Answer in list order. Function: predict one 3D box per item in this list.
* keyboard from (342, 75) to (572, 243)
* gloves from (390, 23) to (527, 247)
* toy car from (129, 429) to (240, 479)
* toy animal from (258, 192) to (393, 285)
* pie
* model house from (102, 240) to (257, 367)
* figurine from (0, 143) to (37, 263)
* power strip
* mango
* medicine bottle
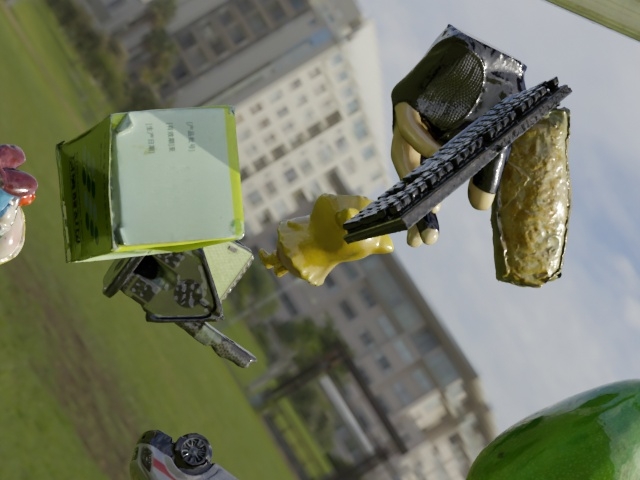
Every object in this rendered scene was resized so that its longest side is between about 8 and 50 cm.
[{"bbox_3d":[0.147,-0.089,1.442,0.106,0.317,0.027,-16,-73,49],"label":"keyboard"},{"bbox_3d":[0.179,-0.134,1.886,0.197,0.301,0.152,19,-5,-29],"label":"gloves"},{"bbox_3d":[-0.073,0.238,1.066,0.209,0.108,0.089,37,-22,-1],"label":"toy car"},{"bbox_3d":[0.003,0.002,2.500,0.156,0.229,0.156,45,31,-37],"label":"toy animal"},{"bbox_3d":[0.313,-0.067,2.054,0.068,0.128,0.282,-101,-171,-76],"label":"pie"},{"bbox_3d":[-0.177,0.060,2.214,0.278,0.218,0.205,35,3,-13],"label":"model house"},{"bbox_3d":[-0.427,-0.041,1.809,0.127,0.185,0.234,53,5,18],"label":"figurine"},{"bbox_3d":[0.373,-0.324,1.862,0.387,0.066,0.092,20,9,-15],"label":"power strip"},{"bbox_3d":[0.369,0.334,2.054,0.225,0.382,0.201,17,37,-52],"label":"mango"},{"bbox_3d":[-0.181,-0.055,1.436,0.250,0.141,0.137,169,-86,-68],"label":"medicine bottle"}]
